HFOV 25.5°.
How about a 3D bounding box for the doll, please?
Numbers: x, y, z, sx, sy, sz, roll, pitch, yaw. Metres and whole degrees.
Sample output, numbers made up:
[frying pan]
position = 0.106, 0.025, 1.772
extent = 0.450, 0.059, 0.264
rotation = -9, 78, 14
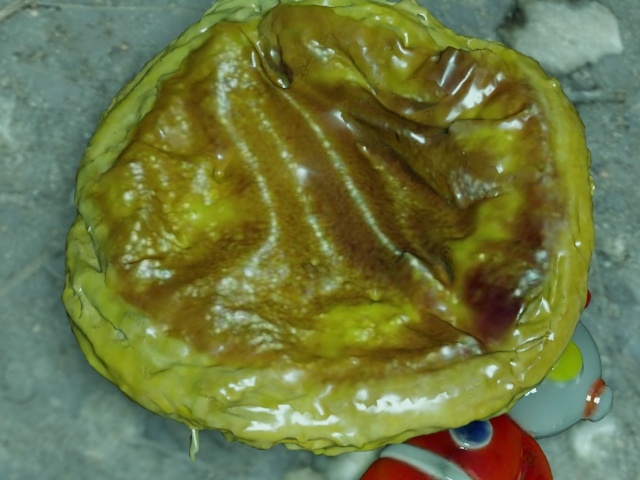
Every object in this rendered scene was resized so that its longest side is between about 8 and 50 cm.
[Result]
[doll]
position = 0.111, 0.114, 0.915
extent = 0.142, 0.076, 0.245
rotation = 32, 64, 18

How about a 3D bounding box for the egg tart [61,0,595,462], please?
[egg tart]
position = 0.000, 0.000, 0.889
extent = 0.352, 0.153, 0.339
rotation = 15, 59, 22
